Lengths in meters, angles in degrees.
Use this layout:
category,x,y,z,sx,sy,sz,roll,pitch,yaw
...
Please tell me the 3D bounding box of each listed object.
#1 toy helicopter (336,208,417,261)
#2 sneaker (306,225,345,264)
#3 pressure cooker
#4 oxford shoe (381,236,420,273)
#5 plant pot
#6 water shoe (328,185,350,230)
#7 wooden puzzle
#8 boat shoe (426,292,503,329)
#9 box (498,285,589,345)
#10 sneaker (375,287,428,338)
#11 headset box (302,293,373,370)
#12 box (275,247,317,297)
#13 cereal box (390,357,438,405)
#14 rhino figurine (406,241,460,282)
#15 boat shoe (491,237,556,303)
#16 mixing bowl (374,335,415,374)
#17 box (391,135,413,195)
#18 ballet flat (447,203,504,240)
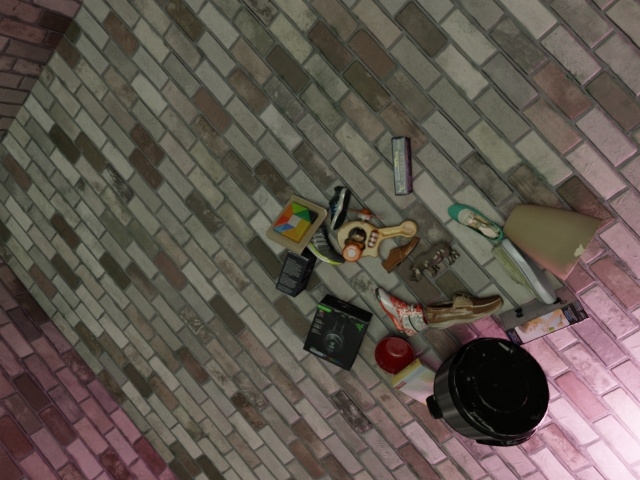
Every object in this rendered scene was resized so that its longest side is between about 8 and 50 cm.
category,x,y,z,sx,sy,sz,roll,pitch,yaw
toy helicopter,0.246,-0.043,1.811,0.355,0.140,0.234,-10,88,9
sneaker,0.000,0.000,1.893,0.300,0.111,0.121,39,106,6
pressure cooker,0.653,0.598,1.635,0.370,0.420,0.375,25,67,13
oxford shoe,0.349,0.053,1.805,0.076,0.076,0.212,48,112,11
plant pot,0.849,-0.026,1.550,0.274,0.257,0.256,32,109,27
water shoe,0.075,-0.147,1.867,0.080,0.073,0.203,27,105,34
wooden puzzle,-0.114,-0.079,1.867,0.221,0.044,0.238,27,80,30
boat shoe,0.602,0.283,1.742,0.325,0.123,0.116,-21,91,19
box,0.874,0.302,1.630,0.290,0.169,0.087,-30,93,20
sneaker,0.369,0.298,1.838,0.145,0.090,0.270,-33,93,20
headset box,0.086,0.420,1.931,0.247,0.131,0.282,23,106,12
box,-0.108,0.140,1.930,0.108,0.153,0.207,24,106,13
cereal box,0.459,0.636,1.838,0.240,0.047,0.173,36,112,-22
rhino figurine,0.470,0.100,1.773,0.243,0.073,0.106,-39,91,22
boat shoe,0.810,0.128,1.641,0.094,0.109,0.302,-47,63,37
mixing bowl,0.343,0.508,1.880,0.182,0.098,0.181,4,103,16
box,0.336,-0.304,1.679,0.059,0.183,0.232,-3,100,18
ballet flat,0.636,-0.076,1.675,0.247,0.087,0.083,31,109,11
